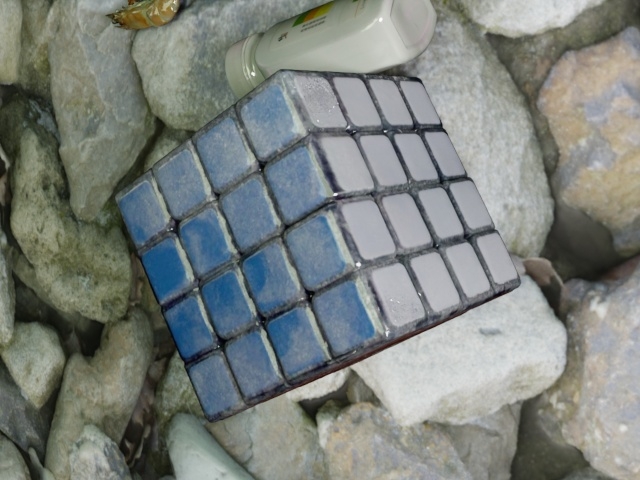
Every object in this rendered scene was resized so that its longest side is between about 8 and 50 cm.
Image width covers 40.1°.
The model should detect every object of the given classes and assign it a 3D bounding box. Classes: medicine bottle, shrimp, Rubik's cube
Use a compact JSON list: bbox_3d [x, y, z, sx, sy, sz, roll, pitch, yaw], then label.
[{"bbox_3d":[0.006,-0.273,1.231,0.296,0.161,0.111,-12,122,39],"label":"medicine bottle"},{"bbox_3d":[-0.310,-0.413,1.523,0.180,0.041,0.099,-7,92,38],"label":"shrimp"},{"bbox_3d":[0.000,0.000,1.168,0.344,0.344,0.337,-29,80,35],"label":"Rubik's cube"}]
